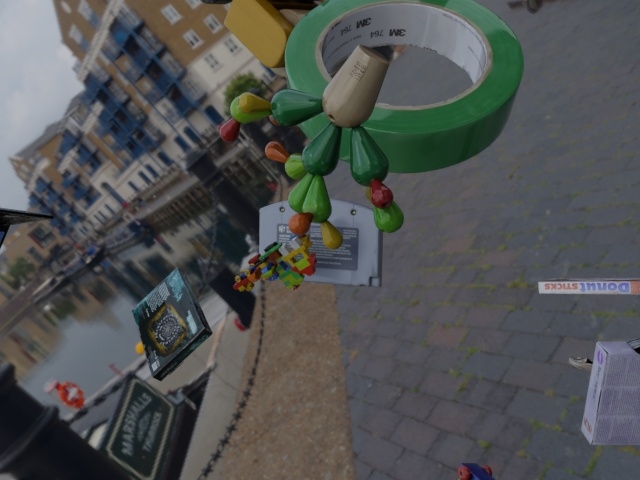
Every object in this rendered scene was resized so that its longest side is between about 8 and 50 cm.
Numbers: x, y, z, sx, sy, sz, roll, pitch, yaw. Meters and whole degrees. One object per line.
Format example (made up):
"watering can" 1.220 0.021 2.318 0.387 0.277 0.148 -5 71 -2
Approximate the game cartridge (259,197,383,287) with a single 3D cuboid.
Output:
"game cartridge" 0.000 0.000 1.361 0.298 0.197 0.062 4 3 21

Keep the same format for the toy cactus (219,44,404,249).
"toy cactus" 0.001 -0.102 0.568 0.112 0.219 0.180 -17 -37 -51

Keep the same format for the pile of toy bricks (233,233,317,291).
"pile of toy bricks" -0.076 0.061 1.250 0.212 0.105 0.118 -32 13 32

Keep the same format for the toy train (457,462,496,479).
"toy train" 0.454 0.716 1.559 0.248 0.105 0.143 31 107 58

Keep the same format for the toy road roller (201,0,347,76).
"toy road roller" -0.061 -0.482 1.072 0.203 0.329 0.240 -23 -21 -47

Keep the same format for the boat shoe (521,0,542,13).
"boat shoe" 0.434 -0.553 1.175 0.116 0.123 0.324 -34 -9 22

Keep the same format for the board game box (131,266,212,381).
"board game box" -0.271 0.146 1.060 0.126 0.026 0.186 -42 42 4

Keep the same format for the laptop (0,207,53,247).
"laptop" -0.719 0.010 1.179 0.265 0.136 0.234 -4 -7 34

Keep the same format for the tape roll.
"tape roll" 0.112 -0.237 0.826 0.321 0.321 0.077 -50 -24 -27

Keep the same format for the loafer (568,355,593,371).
"loafer" 0.835 0.382 1.822 0.125 0.039 0.045 21 28 41

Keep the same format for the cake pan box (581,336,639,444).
"cake pan box" 0.762 0.357 1.383 0.246 0.266 0.070 -2 19 -2

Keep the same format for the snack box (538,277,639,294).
"snack box" 0.426 0.068 0.879 0.178 0.022 0.064 -4 -2 43
